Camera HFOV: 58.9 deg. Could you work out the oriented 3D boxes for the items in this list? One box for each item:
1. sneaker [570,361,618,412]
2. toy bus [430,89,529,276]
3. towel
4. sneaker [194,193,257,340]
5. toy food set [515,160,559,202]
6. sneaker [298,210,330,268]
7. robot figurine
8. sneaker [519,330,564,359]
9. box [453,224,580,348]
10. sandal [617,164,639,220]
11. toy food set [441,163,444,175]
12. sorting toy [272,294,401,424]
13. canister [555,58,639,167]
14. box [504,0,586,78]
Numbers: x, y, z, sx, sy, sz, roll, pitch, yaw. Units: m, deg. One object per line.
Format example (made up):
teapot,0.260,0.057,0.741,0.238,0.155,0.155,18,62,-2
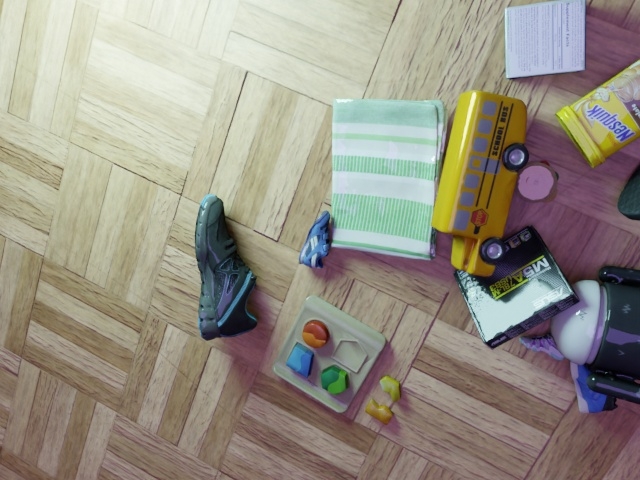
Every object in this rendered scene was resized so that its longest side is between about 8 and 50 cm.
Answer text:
sneaker,0.560,0.282,1.153,0.084,0.058,0.152,-11,103,25
toy bus,0.302,-0.106,1.088,0.130,0.108,0.333,10,99,-6
towel,0.134,-0.129,1.187,0.247,0.038,0.325,7,106,24
sneaker,-0.223,0.060,1.334,0.139,0.125,0.341,-4,100,-10
toy food set,0.427,-0.116,1.122,0.083,0.020,0.083,2,103,17
sneaker,0.000,0.000,1.267,0.059,0.053,0.144,26,118,10
robot figurine,0.581,0.172,1.065,0.277,0.209,0.174,11,122,16
sneaker,0.470,0.200,1.177,0.098,0.038,0.069,19,106,2
box,0.376,0.089,1.112,0.190,0.184,0.045,-35,130,22
sandal,0.719,-0.171,0.951,0.107,0.168,0.446,40,112,-14
toy food set,0.276,-0.119,1.169,0.122,0.019,0.078,2,103,13
sorting toy,0.055,0.296,1.324,0.307,0.041,0.229,30,110,9
canister,0.540,-0.233,1.032,0.169,0.073,0.126,-35,91,20
box,0.410,-0.367,1.040,0.137,0.072,0.126,-1,102,18
